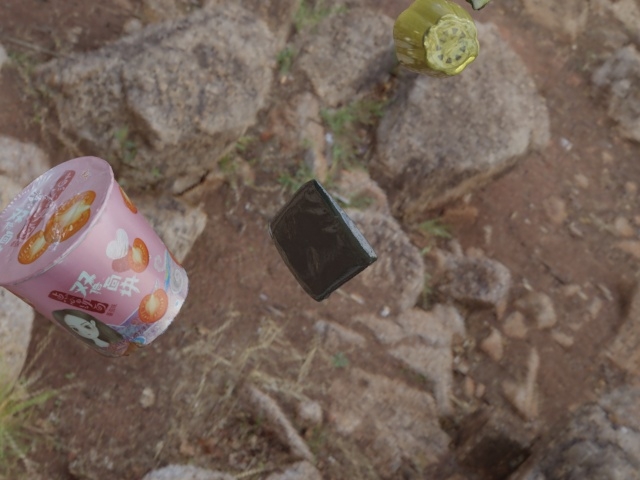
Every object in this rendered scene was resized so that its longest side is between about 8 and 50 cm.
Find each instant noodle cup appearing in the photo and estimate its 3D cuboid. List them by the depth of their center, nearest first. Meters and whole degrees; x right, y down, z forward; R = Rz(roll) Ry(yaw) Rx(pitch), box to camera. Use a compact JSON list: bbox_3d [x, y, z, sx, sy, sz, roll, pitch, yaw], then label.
[{"bbox_3d":[-0.341,0.038,1.446,0.231,0.243,0.243,52,22,-37],"label":"instant noodle cup"}]

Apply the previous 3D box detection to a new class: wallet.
[{"bbox_3d":[0.000,0.000,1.558,0.052,0.245,0.168,-34,87,-27],"label":"wallet"}]

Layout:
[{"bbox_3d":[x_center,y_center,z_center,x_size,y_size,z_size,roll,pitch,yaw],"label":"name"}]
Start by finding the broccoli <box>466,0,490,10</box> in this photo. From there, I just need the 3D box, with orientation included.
[{"bbox_3d":[0.277,-0.619,1.880,0.221,0.252,0.361,21,0,40],"label":"broccoli"}]

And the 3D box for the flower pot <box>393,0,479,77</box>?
[{"bbox_3d":[0.279,-0.463,2.243,0.195,0.195,0.179,20,15,-14],"label":"flower pot"}]
